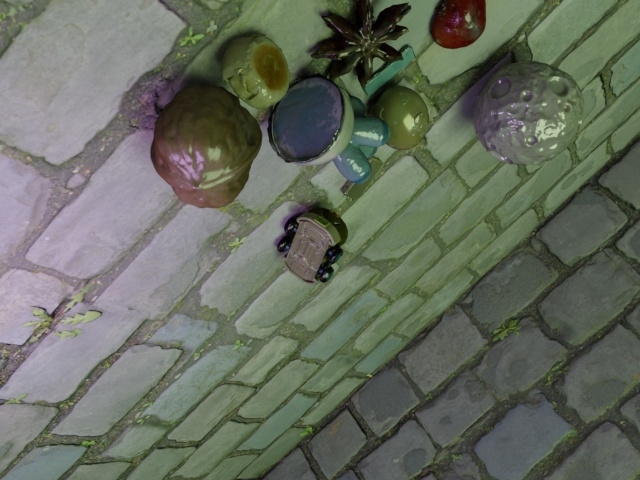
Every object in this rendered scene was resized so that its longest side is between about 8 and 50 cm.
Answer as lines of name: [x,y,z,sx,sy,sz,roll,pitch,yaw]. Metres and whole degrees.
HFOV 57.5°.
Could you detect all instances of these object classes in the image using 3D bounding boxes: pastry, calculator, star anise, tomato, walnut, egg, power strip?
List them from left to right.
walnut: [-0.252,-0.206,1.282,0.227,0.273,0.273,21,123,-12]
pastry: [-0.141,-0.376,1.293,0.088,0.165,0.166,-10,166,37]
power strip: [0.131,-0.198,1.882,0.076,0.028,0.169,13,120,-51]
star anise: [0.110,-0.493,1.439,0.289,0.088,0.288,-14,147,-9]
calculator: [0.189,-0.469,1.611,0.172,0.018,0.057,-41,146,5]
egg: [0.232,-0.352,1.675,0.164,0.164,0.201,-35,141,-6]
tomato: [0.398,-0.599,1.581,0.173,0.099,0.189,3,128,-44]

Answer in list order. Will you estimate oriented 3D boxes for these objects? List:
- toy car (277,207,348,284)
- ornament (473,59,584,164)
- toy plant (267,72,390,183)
toy car: [0.000,0.000,1.891,0.198,0.204,0.247,-39,159,-47]
ornament: [0.652,-0.394,1.858,0.337,0.337,0.337,-26,146,-19]
toy plant: [0.050,-0.277,1.534,0.247,0.247,0.332,-51,148,19]
